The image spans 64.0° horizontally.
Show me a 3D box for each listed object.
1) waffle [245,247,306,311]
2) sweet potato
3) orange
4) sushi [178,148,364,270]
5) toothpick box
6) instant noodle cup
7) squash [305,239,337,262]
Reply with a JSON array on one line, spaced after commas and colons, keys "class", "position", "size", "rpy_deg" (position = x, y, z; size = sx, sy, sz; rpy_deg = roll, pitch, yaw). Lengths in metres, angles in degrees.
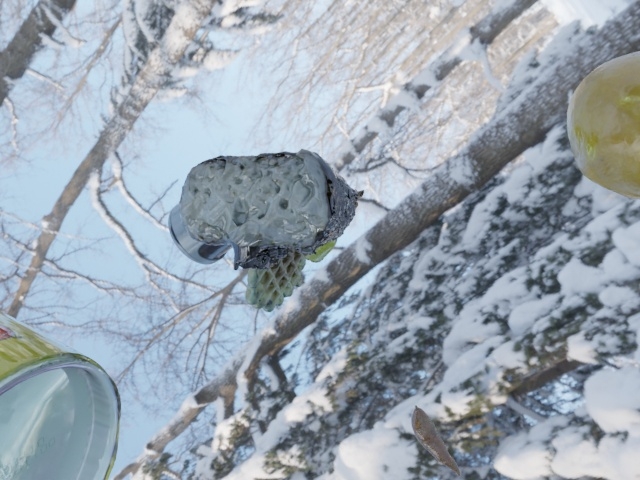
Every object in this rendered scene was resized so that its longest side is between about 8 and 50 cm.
[{"class": "waffle", "position": [-0.105, 0.033, 1.341], "size": [0.056, 0.309, 0.292], "rpy_deg": [18, -161, 22]}, {"class": "sweet potato", "position": [0.308, 0.557, 1.418], "size": [0.226, 0.068, 0.068], "rpy_deg": [57, -148, 5]}, {"class": "orange", "position": [0.575, -0.200, 0.894], "size": [0.279, 0.235, 0.279], "rpy_deg": [2, -143, -2]}, {"class": "sushi", "position": [-0.106, -0.055, 1.032], "size": [0.207, 0.349, 0.234], "rpy_deg": [5, -91, -71]}, {"class": "toothpick box", "position": [-0.304, -0.107, 1.673], "size": [0.263, 0.355, 0.263], "rpy_deg": [41, -148, -33]}, {"class": "instant noodle cup", "position": [-0.386, 0.205, 0.520], "size": [0.254, 0.325, 0.325], "rpy_deg": [12, -154, 18]}, {"class": "squash", "position": [0.000, 0.000, 1.954], "size": [0.123, 0.186, 0.123], "rpy_deg": [10, -118, -20]}]
